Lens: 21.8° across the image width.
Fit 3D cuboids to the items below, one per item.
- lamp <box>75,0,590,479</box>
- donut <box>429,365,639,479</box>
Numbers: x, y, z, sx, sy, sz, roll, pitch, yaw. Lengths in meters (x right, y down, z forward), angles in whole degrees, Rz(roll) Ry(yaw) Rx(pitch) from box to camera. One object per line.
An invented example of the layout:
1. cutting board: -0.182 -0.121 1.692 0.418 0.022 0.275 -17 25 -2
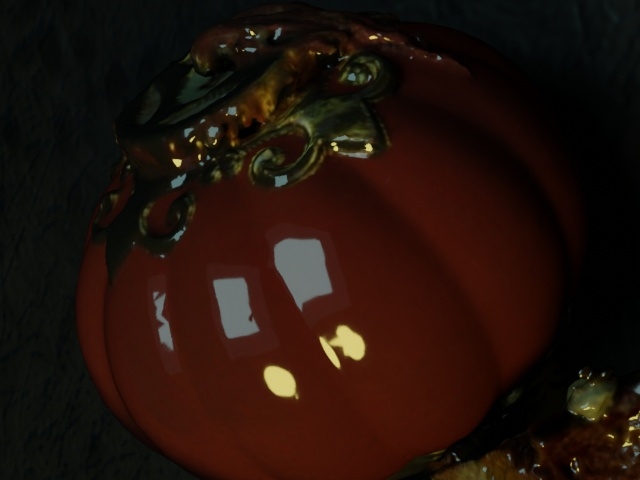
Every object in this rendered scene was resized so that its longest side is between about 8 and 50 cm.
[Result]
1. lamp: 0.000 0.000 0.700 0.227 0.227 0.227 -1 88 44
2. donut: 0.153 0.088 0.628 0.144 0.186 0.126 107 140 -69
